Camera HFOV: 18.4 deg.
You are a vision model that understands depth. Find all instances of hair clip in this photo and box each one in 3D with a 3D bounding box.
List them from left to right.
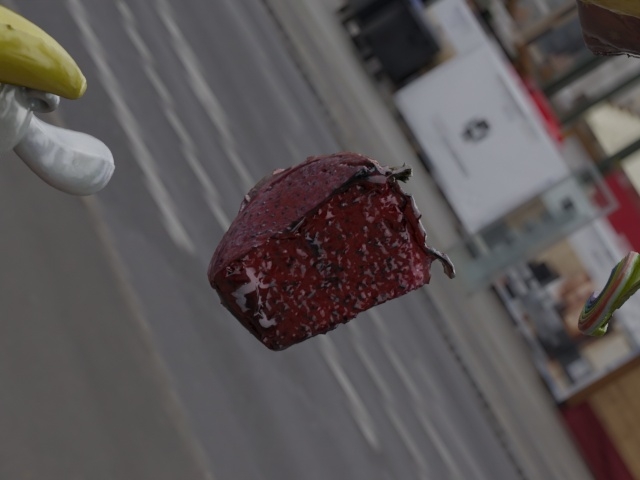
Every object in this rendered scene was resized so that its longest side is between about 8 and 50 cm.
[{"bbox_3d":[0.296,0.041,1.872,0.033,0.188,0.060,34,47,-11],"label":"hair clip"}]

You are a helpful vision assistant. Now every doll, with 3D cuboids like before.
[{"bbox_3d":[-0.291,-0.117,1.539,0.252,0.237,0.111,86,6,-61],"label":"doll"}]

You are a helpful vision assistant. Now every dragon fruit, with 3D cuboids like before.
[{"bbox_3d":[0.000,0.000,1.285,0.102,0.147,0.096,63,2,-21],"label":"dragon fruit"}]

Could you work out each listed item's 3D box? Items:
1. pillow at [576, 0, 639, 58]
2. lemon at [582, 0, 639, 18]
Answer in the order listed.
[{"bbox_3d":[0.204,-0.203,1.359,0.118,0.043,0.185,26,-46,57],"label":"pillow"},{"bbox_3d":[0.171,-0.203,0.716,0.245,0.319,0.245,-6,90,-86],"label":"lemon"}]
